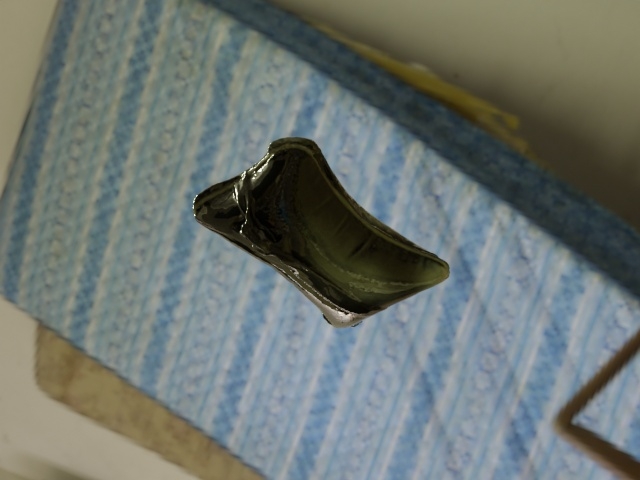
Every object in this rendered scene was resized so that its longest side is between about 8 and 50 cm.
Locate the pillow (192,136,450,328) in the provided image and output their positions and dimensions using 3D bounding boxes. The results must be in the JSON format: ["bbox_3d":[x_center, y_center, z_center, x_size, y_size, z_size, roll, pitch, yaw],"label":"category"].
[{"bbox_3d":[0.000,-0.002,0.732,0.091,0.135,0.055,-45,28,15],"label":"pillow"}]
